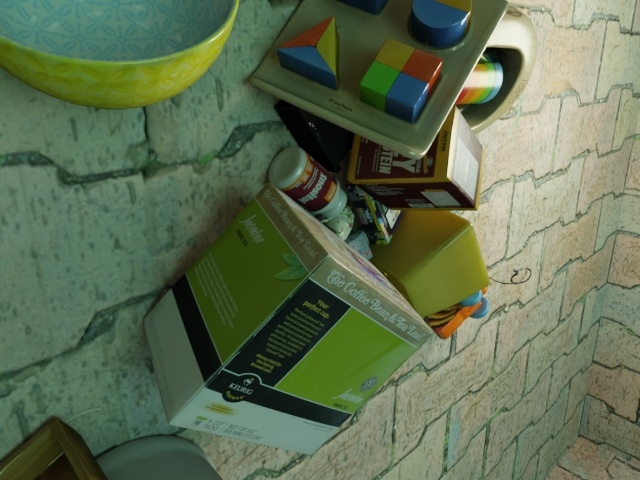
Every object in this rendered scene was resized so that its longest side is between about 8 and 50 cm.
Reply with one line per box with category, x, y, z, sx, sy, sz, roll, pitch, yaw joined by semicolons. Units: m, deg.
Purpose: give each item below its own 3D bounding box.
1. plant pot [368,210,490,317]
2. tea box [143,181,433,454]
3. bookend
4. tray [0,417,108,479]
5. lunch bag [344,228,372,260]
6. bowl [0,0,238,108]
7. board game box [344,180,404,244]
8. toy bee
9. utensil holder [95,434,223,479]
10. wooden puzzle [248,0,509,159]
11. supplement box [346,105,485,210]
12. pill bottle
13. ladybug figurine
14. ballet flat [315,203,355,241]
plant pot;0.235;0.050;1.084;0.187;0.212;0.212;-39;128;-10
tea box;-0.047;0.145;0.770;0.323;0.220;0.329;-45;134;6
bookend;0.019;-0.241;0.869;0.157;0.072;0.156;-53;132;-17
tray;-0.312;0.421;0.544;0.203;0.411;0.076;-43;136;-24
lunch bag;0.066;0.027;1.013;0.083;0.053;0.071;-35;118;-26
bowl;-0.251;-0.249;0.540;0.289;0.289;0.156;-33;165;-31
board game box;0.127;-0.099;1.005;0.141;0.048;0.170;-58;135;-38
toy bee;0.426;0.148;1.336;0.298;0.162;0.195;-22;129;-8
utensil holder;-0.216;0.545;0.694;0.327;0.385;0.327;-15;113;-39
wooden puzzle;0.095;-0.336;0.748;0.348;0.322;0.080;-59;165;-14
supplement box;0.187;-0.145;0.878;0.194;0.191;0.129;24;73;-54
pill bottle;-0.019;-0.104;0.869;0.152;0.086;0.086;33;81;-43
ladybug figurine;0.286;-0.355;0.979;0.449;0.162;0.305;-13;140;-39
ballet flat;0.000;0.000;0.927;0.241;0.077;0.091;-33;121;-31
